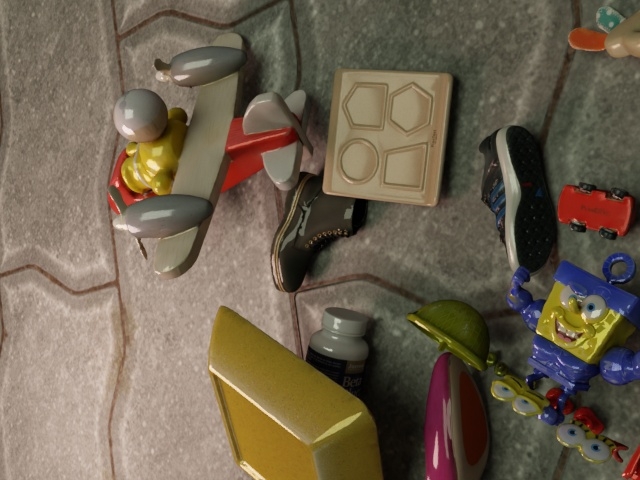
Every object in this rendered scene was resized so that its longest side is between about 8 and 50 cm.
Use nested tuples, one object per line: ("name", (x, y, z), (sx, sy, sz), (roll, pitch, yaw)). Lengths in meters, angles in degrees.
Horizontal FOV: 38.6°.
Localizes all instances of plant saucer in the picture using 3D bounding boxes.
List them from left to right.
("plant saucer", (-0.048, 0.302, 1.370), (0.333, 0.081, 0.332), (30, 143, 39))

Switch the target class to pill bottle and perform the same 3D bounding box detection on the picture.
("pill bottle", (0.022, 0.193, 1.404), (0.094, 0.094, 0.169), (22, 105, 41))

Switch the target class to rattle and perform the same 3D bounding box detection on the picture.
("rattle", (0.413, -0.227, 1.085), (0.200, 0.143, 0.130), (-20, 43, 56))

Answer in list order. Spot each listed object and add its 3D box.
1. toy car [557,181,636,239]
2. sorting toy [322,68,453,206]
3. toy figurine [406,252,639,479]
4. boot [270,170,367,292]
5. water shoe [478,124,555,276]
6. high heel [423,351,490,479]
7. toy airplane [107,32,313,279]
("toy car", (0.414, 0.004, 1.069), (0.239, 0.053, 0.224), (-26, 73, 40))
("sorting toy", (0.100, -0.155, 1.356), (0.208, 0.038, 0.192), (9, 96, 34))
("toy figurine", (0.304, 0.106, 1.108), (0.363, 0.191, 0.217), (34, 98, 45))
("boot", (0.000, 0.000, 1.443), (0.137, 0.077, 0.197), (17, 103, 36))
("water shoe", (0.258, -0.049, 1.216), (0.080, 0.073, 0.203), (161, 108, -64))
("high heel", (0.138, 0.341, 1.268), (0.181, 0.127, 0.377), (-3, 92, 32))
("toy airplane", (-0.203, -0.157, 1.479), (0.384, 0.272, 0.386), (-53, 33, 3))
